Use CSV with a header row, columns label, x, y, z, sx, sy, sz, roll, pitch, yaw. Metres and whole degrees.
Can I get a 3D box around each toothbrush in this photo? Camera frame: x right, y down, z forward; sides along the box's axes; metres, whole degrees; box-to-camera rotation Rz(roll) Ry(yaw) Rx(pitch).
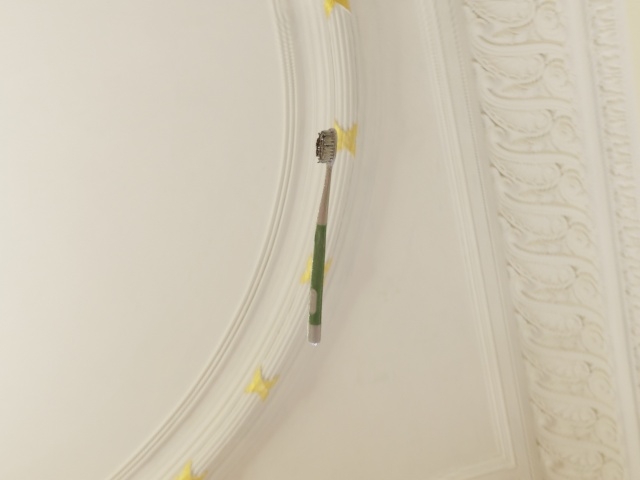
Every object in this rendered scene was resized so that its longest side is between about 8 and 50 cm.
label,x,y,z,sx,sy,sz,roll,pitch,yaw
toothbrush,0.000,0.000,0.978,0.018,0.024,0.257,18,-68,38
